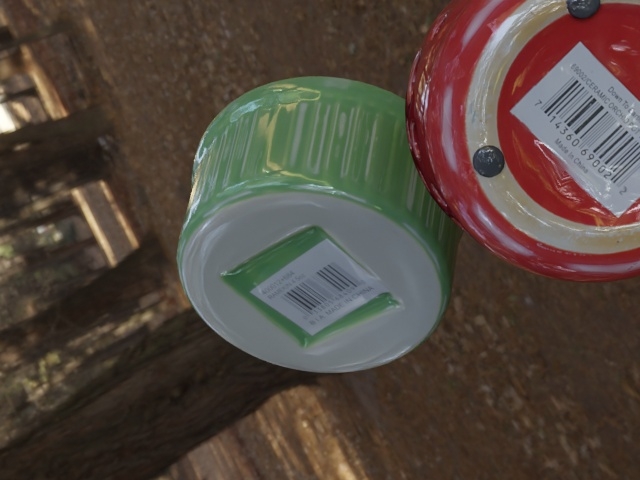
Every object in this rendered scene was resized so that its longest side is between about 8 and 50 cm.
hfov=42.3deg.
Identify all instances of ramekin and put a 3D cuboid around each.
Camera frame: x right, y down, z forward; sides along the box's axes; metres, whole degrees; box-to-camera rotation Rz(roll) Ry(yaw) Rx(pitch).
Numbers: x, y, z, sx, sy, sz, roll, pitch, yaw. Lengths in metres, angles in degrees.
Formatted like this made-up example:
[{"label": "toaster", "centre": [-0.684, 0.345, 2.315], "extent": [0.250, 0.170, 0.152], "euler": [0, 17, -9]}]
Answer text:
[{"label": "ramekin", "centre": [0.000, 0.000, 0.850], "extent": [0.148, 0.303, 0.304], "euler": [-79, -16, -46]}]

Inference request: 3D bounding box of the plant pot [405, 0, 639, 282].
[{"label": "plant pot", "centre": [0.145, -0.075, 0.469], "extent": [0.174, 0.191, 0.191], "euler": [-66, -48, -80]}]
